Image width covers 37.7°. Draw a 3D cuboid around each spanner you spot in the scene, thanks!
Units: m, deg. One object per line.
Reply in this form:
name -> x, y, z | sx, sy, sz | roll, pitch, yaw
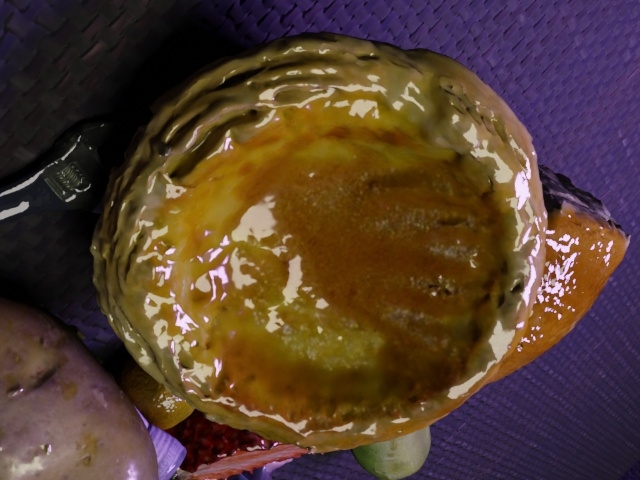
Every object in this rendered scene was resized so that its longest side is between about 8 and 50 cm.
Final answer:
spanner -> -0.278, -0.019, 0.702 | 0.315, 0.024, 0.087 | -22, 140, -25

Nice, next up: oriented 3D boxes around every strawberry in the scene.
strawberry -> -0.084, 0.203, 1.033 | 0.286, 0.106, 0.188 | -18, 161, -2

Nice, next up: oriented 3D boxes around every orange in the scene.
orange -> -0.158, 0.144, 0.943 | 0.095, 0.085, 0.085 | -37, 149, -35

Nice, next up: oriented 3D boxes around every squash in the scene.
squash -> 0.076, 0.213, 1.233 | 0.118, 0.118, 0.371 | -34, 144, -12

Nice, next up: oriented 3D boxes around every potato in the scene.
potato -> -0.251, 0.158, 0.754 | 0.191, 0.141, 0.296 | -39, 107, -29

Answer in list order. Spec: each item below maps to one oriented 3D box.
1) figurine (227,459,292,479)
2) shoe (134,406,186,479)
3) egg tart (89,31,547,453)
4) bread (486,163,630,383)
figurine -> -0.180, 0.412, 1.059 | 0.361, 0.266, 0.377 | -59, 154, 2
shoe -> -0.257, 0.215, 0.914 | 0.245, 0.138, 0.095 | -30, -168, 28
egg tart -> 0.000, 0.000, 0.799 | 0.387, 0.169, 0.388 | -1, 118, -3
bread -> 0.177, 0.029, 1.024 | 0.279, 0.225, 0.250 | 13, 112, -41
